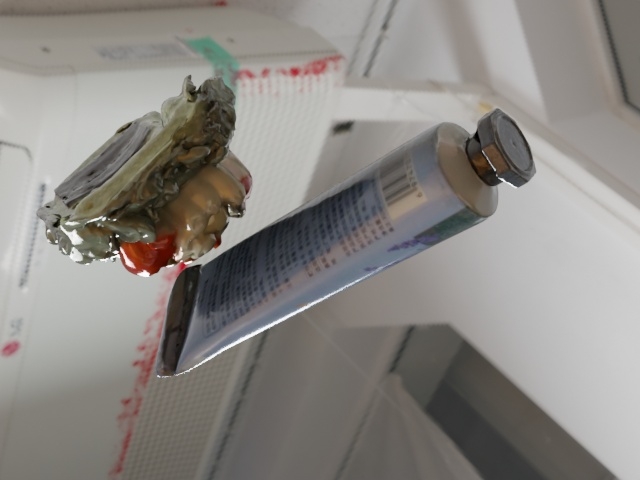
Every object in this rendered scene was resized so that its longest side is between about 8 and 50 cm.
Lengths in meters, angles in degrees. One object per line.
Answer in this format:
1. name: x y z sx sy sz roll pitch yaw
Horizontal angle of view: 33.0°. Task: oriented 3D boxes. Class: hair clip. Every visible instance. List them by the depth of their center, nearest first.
1. hair clip: -0.113 -0.028 0.719 0.138 0.091 0.321 -47 14 -8

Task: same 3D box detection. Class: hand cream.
1. hand cream: 0.000 0.000 0.601 0.256 0.088 0.055 -27 -50 32
